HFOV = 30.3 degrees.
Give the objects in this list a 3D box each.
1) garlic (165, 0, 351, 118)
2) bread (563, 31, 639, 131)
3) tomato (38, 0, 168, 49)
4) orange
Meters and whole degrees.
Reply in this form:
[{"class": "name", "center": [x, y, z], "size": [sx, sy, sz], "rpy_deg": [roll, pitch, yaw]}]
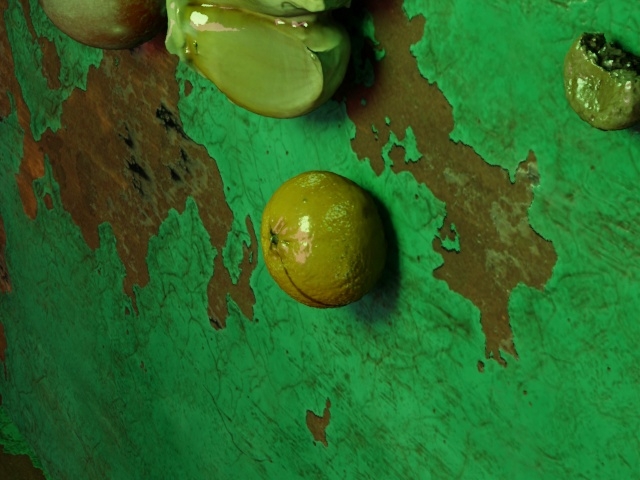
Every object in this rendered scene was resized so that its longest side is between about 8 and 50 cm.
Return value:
[{"class": "garlic", "center": [-0.065, -0.312, 1.568], "size": [0.313, 0.249, 0.286], "rpy_deg": [6, 90, 36]}, {"class": "bread", "center": [0.293, -0.155, 1.197], "size": [0.113, 0.060, 0.082], "rpy_deg": [54, 141, 36]}, {"class": "tomato", "center": [-0.363, -0.449, 1.968], "size": [0.270, 0.227, 0.270], "rpy_deg": [29, 125, 54]}, {"class": "orange", "center": [0.000, 0.000, 1.620], "size": [0.193, 0.161, 0.193], "rpy_deg": [37, 135, 49]}]
